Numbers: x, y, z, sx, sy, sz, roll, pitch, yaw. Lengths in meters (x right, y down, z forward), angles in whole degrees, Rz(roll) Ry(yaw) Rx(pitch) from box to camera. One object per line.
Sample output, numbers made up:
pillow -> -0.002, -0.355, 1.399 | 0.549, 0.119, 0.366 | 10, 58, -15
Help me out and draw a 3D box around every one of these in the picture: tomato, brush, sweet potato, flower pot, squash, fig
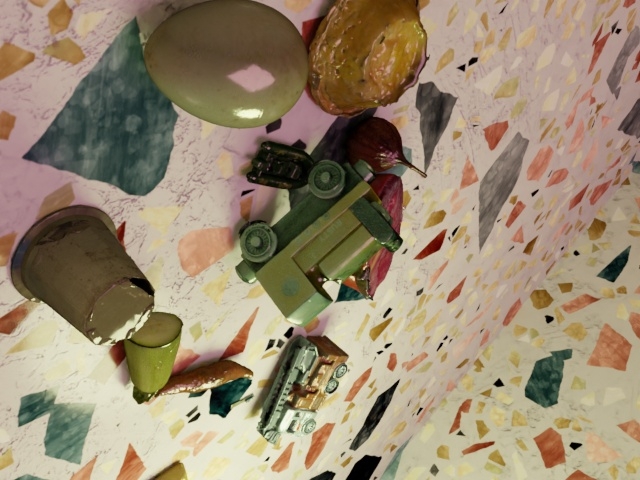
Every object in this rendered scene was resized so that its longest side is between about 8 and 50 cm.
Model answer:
tomato -> 0.101, -0.028, 1.895 | 0.289, 0.176, 0.335 | -59, 155, -32
brush -> -0.223, 0.462, 2.087 | 0.084, 0.013, 0.016 | -18, 136, -41
sweet potato -> -0.286, 0.346, 1.835 | 0.072, 0.066, 0.314 | -35, 162, 36
flower pot -> -0.403, 0.071, 1.305 | 0.212, 0.203, 0.212 | -36, 144, -32
squash -> -0.376, 0.258, 1.621 | 0.137, 0.137, 0.287 | -30, 153, -33
fig -> 0.161, -0.206, 1.769 | 0.146, 0.201, 0.134 | -45, 153, -6

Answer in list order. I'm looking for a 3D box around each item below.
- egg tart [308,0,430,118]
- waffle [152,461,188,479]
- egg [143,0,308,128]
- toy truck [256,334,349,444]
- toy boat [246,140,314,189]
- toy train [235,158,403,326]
egg tart -> 0.124, -0.414, 1.587 | 0.345, 0.132, 0.345 | -31, 140, -30
waffle -> -0.472, 0.731, 1.977 | 0.274, 0.057, 0.168 | -27, 139, -35
egg -> -0.158, -0.301, 1.243 | 0.295, 0.218, 0.218 | -7, 126, -40
toy truck -> -0.073, 0.445, 2.160 | 0.184, 0.133, 0.338 | 19, 102, -47
toy boat -> -0.085, -0.163, 1.627 | 0.210, 0.052, 0.104 | 8, 112, -54
toy train -> 0.000, 0.000, 1.652 | 0.397, 0.253, 0.160 | -41, 156, 4
